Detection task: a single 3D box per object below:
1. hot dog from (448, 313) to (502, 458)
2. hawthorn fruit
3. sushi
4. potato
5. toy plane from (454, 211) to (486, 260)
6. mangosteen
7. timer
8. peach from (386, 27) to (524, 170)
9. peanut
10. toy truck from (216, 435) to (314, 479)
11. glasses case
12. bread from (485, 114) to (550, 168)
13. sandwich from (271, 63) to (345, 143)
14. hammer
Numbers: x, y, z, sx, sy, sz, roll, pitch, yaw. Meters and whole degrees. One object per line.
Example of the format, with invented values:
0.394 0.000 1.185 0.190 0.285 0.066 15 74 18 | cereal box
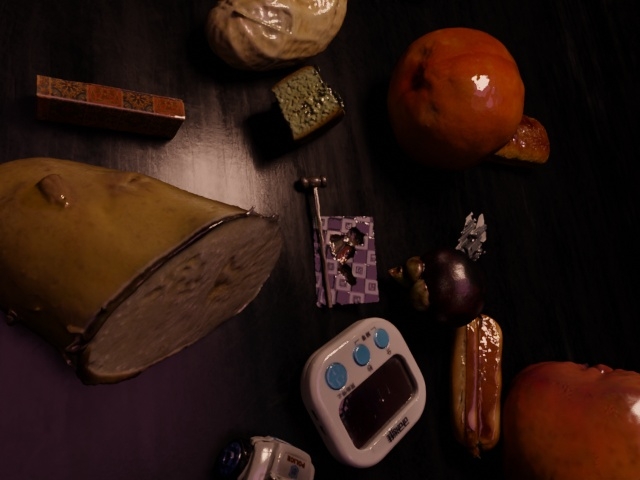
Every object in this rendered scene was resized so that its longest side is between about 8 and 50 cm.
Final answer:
0.367 0.341 1.043 0.135 0.100 0.336 18 66 -20 | hot dog
0.627 0.496 0.967 0.473 0.472 0.470 10 71 -32 | hawthorn fruit
0.052 0.047 0.947 0.140 0.031 0.200 0 77 -9 | sushi
-0.271 -0.007 0.630 0.296 0.289 0.397 39 33 13 | potato
0.399 0.017 1.171 0.234 0.083 0.159 -46 130 -34 | toy plane
0.267 0.107 1.002 0.231 0.194 0.193 2 73 -6 | mangosteen
0.087 0.298 0.868 0.262 0.087 0.236 -28 93 -36 | timer
0.323 -0.346 1.074 0.302 0.343 0.341 19 65 -48 | peach
-0.088 -0.462 0.923 0.340 0.159 0.173 -26 130 -40 | peanut
-0.082 0.422 0.661 0.161 0.177 0.213 34 61 -21 | toy truck
-0.349 -0.224 0.726 0.218 0.075 0.049 0 74 -34 | glasses case
0.595 -0.339 1.390 0.381 0.109 0.185 0 77 -33 | bread
-0.016 -0.292 0.950 0.122 0.128 0.235 61 10 -5 | sandwich
0.000 0.000 0.922 0.058 0.029 0.291 -6 80 -8 | hammer
